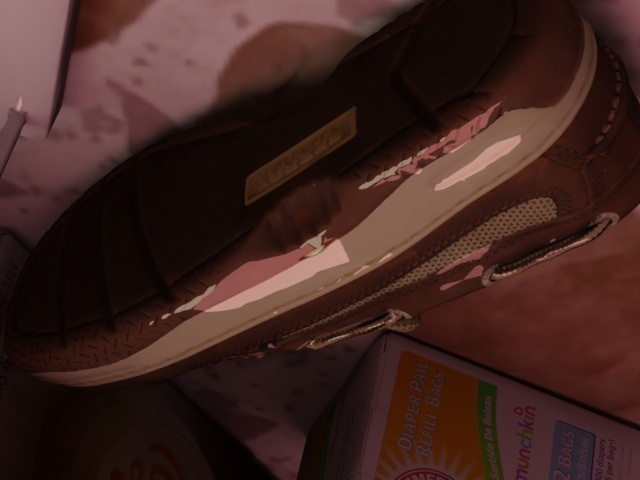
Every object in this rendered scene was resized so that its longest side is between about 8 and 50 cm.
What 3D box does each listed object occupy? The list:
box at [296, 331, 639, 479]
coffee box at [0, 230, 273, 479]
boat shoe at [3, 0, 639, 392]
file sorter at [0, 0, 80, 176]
[{"bbox_3d":[0.090,0.140,0.670,0.203,0.114,0.103,22,139,-8],"label":"box"},{"bbox_3d":[-0.107,0.131,0.700,0.098,0.141,0.246,-17,132,31],"label":"coffee box"},{"bbox_3d":[-0.001,0.006,0.558,0.257,0.095,0.095,-23,134,36],"label":"boat shoe"},{"bbox_3d":[-0.219,-0.083,0.455,0.278,0.173,0.193,17,141,-4],"label":"file sorter"}]
